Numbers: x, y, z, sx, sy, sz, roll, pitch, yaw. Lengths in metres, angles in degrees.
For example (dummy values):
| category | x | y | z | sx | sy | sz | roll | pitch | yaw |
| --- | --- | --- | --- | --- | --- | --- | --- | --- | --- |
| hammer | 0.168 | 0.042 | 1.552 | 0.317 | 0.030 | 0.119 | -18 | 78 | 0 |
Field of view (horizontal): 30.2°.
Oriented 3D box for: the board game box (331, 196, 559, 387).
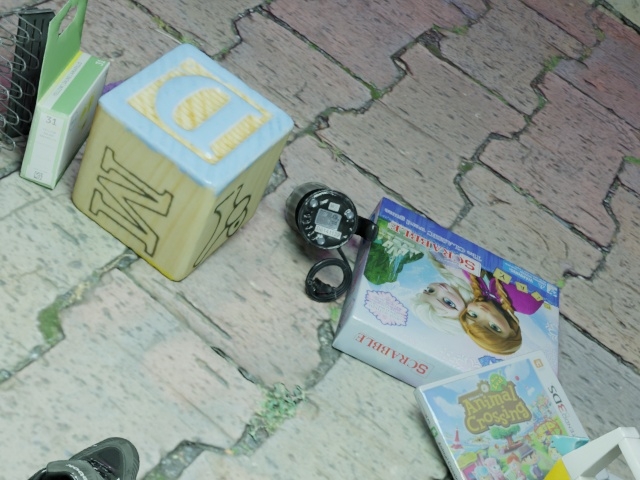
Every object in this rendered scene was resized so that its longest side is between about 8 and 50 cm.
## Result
| category | x | y | z | sx | sy | sz | roll | pitch | yaw |
| --- | --- | --- | --- | --- | --- | --- | --- | --- | --- |
| board game box | 0.194 | 0.107 | 1.714 | 0.319 | 0.066 | 0.318 | 27 | 34 | -7 |

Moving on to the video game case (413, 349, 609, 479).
| category | x | y | z | sx | sy | sz | roll | pitch | yaw |
| --- | --- | --- | --- | --- | --- | --- | --- | --- | --- |
| video game case | 0.247 | 0.251 | 1.531 | 0.212 | 0.023 | 0.193 | -12 | 65 | -30 |

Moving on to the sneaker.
| category | x | y | z | sx | sy | sz | roll | pitch | yaw |
| --- | --- | --- | --- | --- | --- | --- | --- | --- | --- |
| sneaker | -0.239 | 0.250 | 1.156 | 0.078 | 0.106 | 0.234 | 38 | 34 | 9 |

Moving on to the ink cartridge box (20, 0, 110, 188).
| category | x | y | z | sx | sy | sz | roll | pitch | yaw |
| --- | --- | --- | --- | --- | --- | --- | --- | --- | --- |
| ink cartridge box | -0.327 | -0.209 | 1.568 | 0.056 | 0.235 | 0.171 | 21 | 34 | -4 |

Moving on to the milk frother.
| category | x | y | z | sx | sy | sz | roll | pitch | yaw |
| --- | --- | --- | --- | --- | --- | --- | --- | --- | --- |
| milk frother | 0.000 | 0.000 | 1.690 | 0.129 | 0.143 | 0.135 | 36 | 1 | -11 |

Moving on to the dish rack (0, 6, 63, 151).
| category | x | y | z | sx | sy | sz | roll | pitch | yaw |
| --- | --- | --- | --- | --- | --- | --- | --- | --- | --- |
| dish rack | -0.424 | -0.192 | 1.512 | 0.074 | 0.208 | 0.271 | 29 | 28 | 26 |

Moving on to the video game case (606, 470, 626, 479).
| category | x | y | z | sx | sy | sz | roll | pitch | yaw |
| --- | --- | --- | --- | --- | --- | --- | --- | --- | --- |
| video game case | 0.350 | 0.333 | 1.556 | 0.166 | 0.015 | 0.119 | 25 | 31 | 15 |

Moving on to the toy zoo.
| category | x | y | z | sx | sy | sz | roll | pitch | yaw |
| --- | --- | --- | --- | --- | --- | --- | --- | --- | --- |
| toy zoo | 0.329 | 0.347 | 1.338 | 0.030 | 0.192 | 0.293 | 8 | 45 | -34 |

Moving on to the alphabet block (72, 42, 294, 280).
| category | x | y | z | sx | sy | sz | roll | pitch | yaw |
| --- | --- | --- | --- | --- | --- | --- | --- | --- | --- |
| alphabet block | -0.181 | -0.103 | 1.549 | 0.193 | 0.197 | 0.192 | 38 | 46 | 10 |

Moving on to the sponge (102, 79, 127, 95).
| category | x | y | z | sx | sy | sz | roll | pitch | yaw |
| --- | --- | --- | --- | --- | --- | --- | --- | --- | --- |
| sponge | -0.256 | -0.154 | 1.738 | 0.210 | 0.031 | 0.117 | 42 | 36 | 17 |
